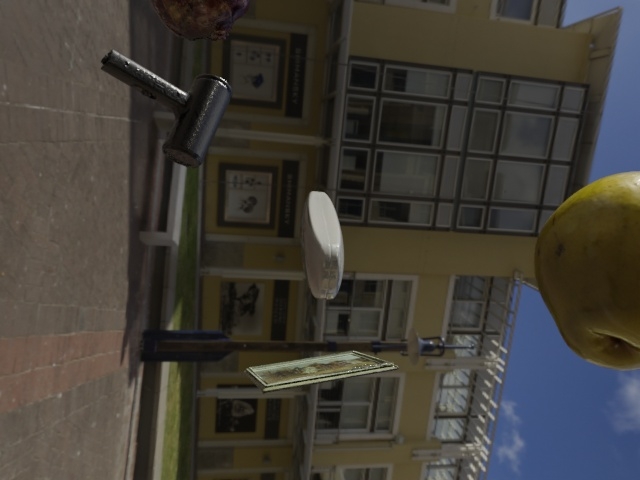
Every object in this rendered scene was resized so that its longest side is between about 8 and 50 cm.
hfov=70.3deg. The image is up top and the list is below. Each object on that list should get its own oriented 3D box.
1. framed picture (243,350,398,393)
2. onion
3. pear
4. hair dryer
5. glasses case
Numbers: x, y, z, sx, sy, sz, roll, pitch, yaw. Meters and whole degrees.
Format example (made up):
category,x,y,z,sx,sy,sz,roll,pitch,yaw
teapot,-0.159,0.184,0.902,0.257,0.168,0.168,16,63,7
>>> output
category,x,y,z,sx,sy,sz,roll,pitch,yaw
framed picture,-0.008,0.262,0.932,0.217,0.275,0.017,161,-76,-68
onion,-0.194,-0.437,0.747,0.135,0.173,0.198,60,40,-53
pear,0.638,0.050,0.931,0.418,0.363,0.362,-56,174,-27
hair dryer,-0.318,-0.287,0.919,0.089,0.251,0.197,-8,-121,50
glasses case,0.000,0.000,0.584,0.193,0.049,0.074,-98,-167,-59
